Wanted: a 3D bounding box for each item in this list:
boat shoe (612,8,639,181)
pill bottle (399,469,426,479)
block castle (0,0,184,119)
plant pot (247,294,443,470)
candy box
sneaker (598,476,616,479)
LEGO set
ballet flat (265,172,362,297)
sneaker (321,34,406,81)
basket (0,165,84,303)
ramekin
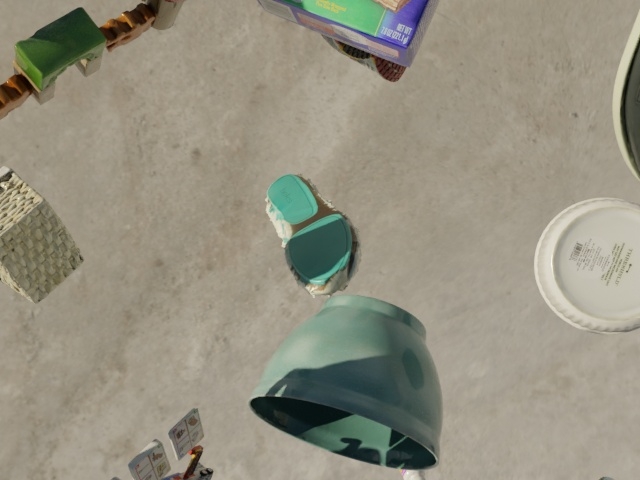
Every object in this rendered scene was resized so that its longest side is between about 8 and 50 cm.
[{"bbox_3d":[0.330,-0.150,0.537,0.127,0.113,0.340,-9,131,-3],"label":"boat shoe"},{"bbox_3d":[0.171,0.431,1.273,0.043,0.043,0.083,-53,33,15],"label":"pill bottle"},{"bbox_3d":[-0.401,-0.346,0.856,0.453,0.213,0.303,-41,97,-25],"label":"block castle"},{"bbox_3d":[0.059,0.206,1.030,0.293,0.293,0.196,9,62,20],"label":"plant pot"},{"bbox_3d":[0.077,-0.468,1.016,0.268,0.122,0.317,23,93,7],"label":"candy box"},{"bbox_3d":[0.522,0.470,1.070,0.125,0.262,0.104,-2,48,52],"label":"sneaker"},{"bbox_3d":[-0.235,0.352,0.948,0.060,0.182,0.244,29,142,28],"label":"LEGO set"},{"bbox_3d":[0.000,0.000,1.287,0.147,0.409,0.147,-7,122,-12],"label":"ballet flat"},{"bbox_3d":[0.088,-0.365,1.236,0.093,0.225,0.088,37,104,41],"label":"sneaker"},{"bbox_3d":[-0.433,-0.003,0.969,0.103,0.167,0.113,29,62,24],"label":"basket"},{"bbox_3d":[0.419,0.036,0.975,0.207,0.109,0.207,-1,87,17],"label":"ramekin"}]
